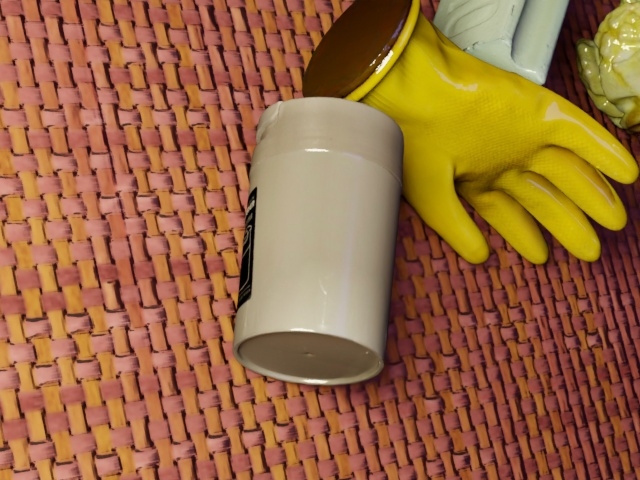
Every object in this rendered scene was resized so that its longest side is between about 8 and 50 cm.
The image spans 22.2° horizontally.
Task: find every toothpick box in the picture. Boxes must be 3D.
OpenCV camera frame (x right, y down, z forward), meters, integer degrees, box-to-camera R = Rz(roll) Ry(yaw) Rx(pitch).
[{"bbox_3d":[0.000,0.000,1.152,0.111,0.111,0.181,24,60,-35],"label":"toothpick box"}]

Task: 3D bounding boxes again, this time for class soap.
[{"bbox_3d":[0.153,-0.200,1.370,0.063,0.114,0.198,41,49,-25],"label":"soap"}]

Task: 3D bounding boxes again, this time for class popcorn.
[{"bbox_3d":[0.308,-0.165,1.490,0.141,0.135,0.162,33,51,-39],"label":"popcorn"}]

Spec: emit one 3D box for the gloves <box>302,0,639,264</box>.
[{"bbox_3d":[0.133,-0.074,1.291,0.294,0.133,0.116,36,47,-26],"label":"gloves"}]
